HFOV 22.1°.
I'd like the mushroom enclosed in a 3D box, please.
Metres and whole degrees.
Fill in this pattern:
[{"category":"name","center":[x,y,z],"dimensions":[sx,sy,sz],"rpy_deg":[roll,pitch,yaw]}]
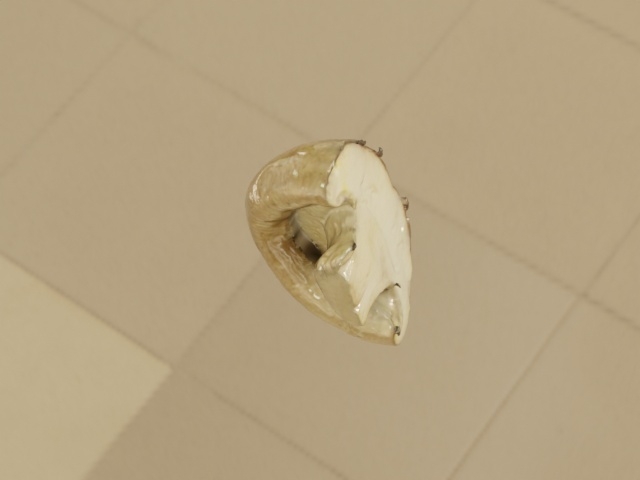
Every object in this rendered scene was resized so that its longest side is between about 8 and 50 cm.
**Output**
[{"category":"mushroom","center":[0.000,0.000,1.722],"dimensions":[0.151,0.285,0.156],"rpy_deg":[4,50,25]}]
